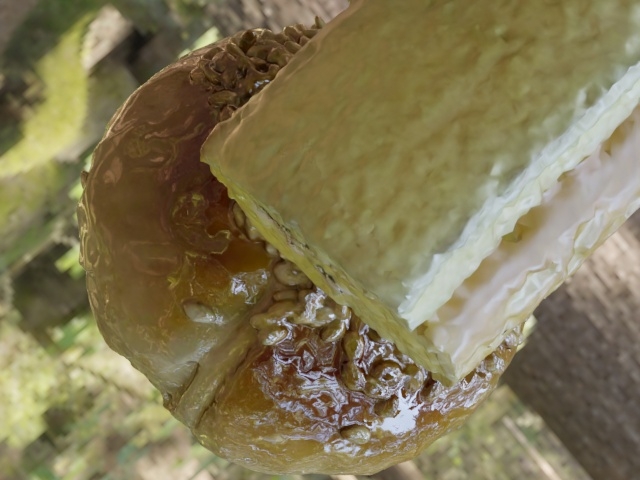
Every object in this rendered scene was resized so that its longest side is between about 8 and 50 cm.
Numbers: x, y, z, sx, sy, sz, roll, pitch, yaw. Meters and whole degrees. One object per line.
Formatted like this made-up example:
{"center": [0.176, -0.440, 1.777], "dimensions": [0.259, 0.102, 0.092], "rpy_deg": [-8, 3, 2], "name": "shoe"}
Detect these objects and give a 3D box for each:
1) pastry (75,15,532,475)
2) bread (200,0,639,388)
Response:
{"center": [0.000, 0.000, 1.359], "dimensions": [0.409, 0.409, 0.245], "rpy_deg": [-41, -177, -31], "name": "pastry"}
{"center": [0.123, -0.114, 1.012], "dimensions": [0.375, 0.236, 0.165], "rpy_deg": [-43, 140, -7], "name": "bread"}
